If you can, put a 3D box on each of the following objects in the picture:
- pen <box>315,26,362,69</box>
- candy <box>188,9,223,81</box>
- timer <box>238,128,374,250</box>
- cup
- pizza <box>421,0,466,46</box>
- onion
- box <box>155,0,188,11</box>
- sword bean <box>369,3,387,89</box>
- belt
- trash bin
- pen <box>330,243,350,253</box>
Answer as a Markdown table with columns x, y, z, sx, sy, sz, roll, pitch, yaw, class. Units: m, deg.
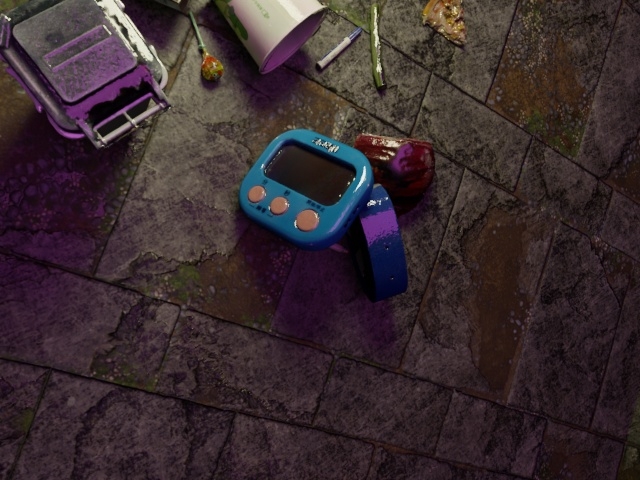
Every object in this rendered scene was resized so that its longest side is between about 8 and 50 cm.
| x | y | z | sx | sy | sz | roll | pitch | yaw | class |
| --- | --- | --- | --- | --- | --- | --- | --- | --- | --- |
| 0.059 | -0.600 | 1.419 | 0.204 | 0.025 | 0.025 | -47 | 107 | -16 | pen |
| -0.322 | -0.535 | 1.253 | 0.060 | 0.060 | 0.201 | -22 | 93 | -21 | candy |
| -0.039 | -0.141 | 1.254 | 0.309 | 0.340 | 0.115 | -56 | 154 | -11 | timer |
| -0.151 | -0.633 | 1.222 | 0.253 | 0.253 | 0.274 | -43 | 100 | -16 | cup |
| 0.447 | -0.752 | 1.564 | 0.185 | 0.052 | 0.195 | -44 | 107 | -13 | pizza |
| 0.257 | -0.200 | 1.450 | 0.314 | 0.146 | 0.280 | -2 | 96 | -27 | onion |
| -0.457 | -0.711 | 1.129 | 0.324 | 0.047 | 0.180 | 23 | 83 | -1 | box |
| 0.183 | -0.622 | 1.464 | 0.043 | 0.038 | 0.269 | -5 | 92 | -17 | sword bean |
| 0.162 | 0.009 | 1.366 | 0.117 | 0.212 | 0.347 | -17 | 106 | -9 | belt |
| -0.493 | -0.339 | 1.010 | 0.256 | 0.367 | 0.296 | -40 | 104 | -15 | trash bin |
| 0.000 | 0.000 | 1.409 | 0.218 | 0.026 | 0.026 | 23 | 83 | -22 | pen |
